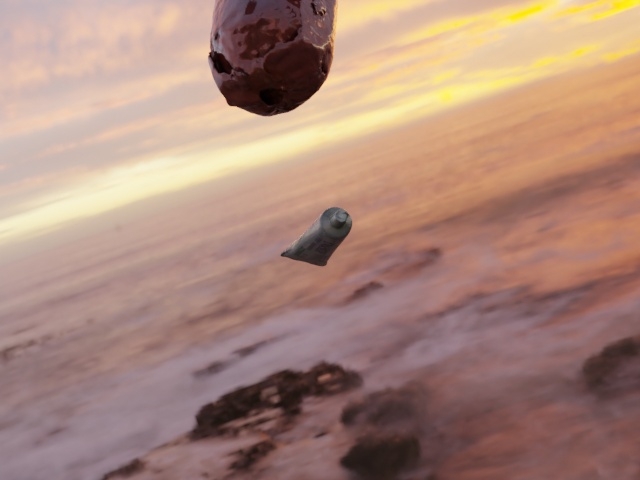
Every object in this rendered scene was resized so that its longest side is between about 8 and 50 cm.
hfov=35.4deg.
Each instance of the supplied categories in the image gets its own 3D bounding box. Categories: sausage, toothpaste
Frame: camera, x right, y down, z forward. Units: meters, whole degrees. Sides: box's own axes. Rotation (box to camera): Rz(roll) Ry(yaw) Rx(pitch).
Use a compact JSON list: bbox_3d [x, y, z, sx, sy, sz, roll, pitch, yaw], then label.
[{"bbox_3d":[-0.056,-0.268,1.210,0.152,0.152,0.279,-17,44,18],"label":"sausage"},{"bbox_3d":[0.000,0.000,1.269,0.064,0.041,0.218,14,-18,-10],"label":"toothpaste"}]
